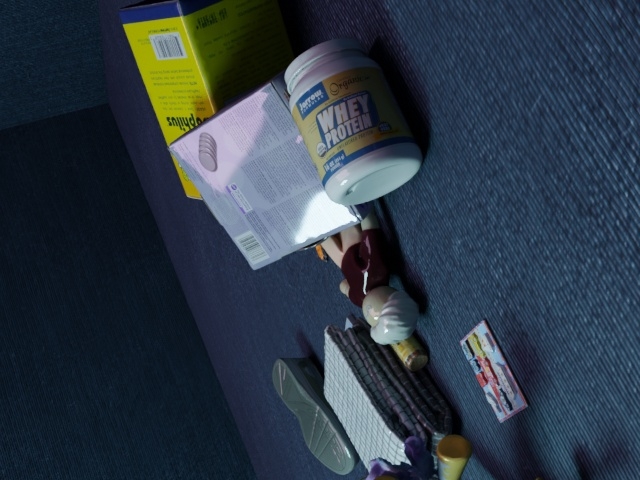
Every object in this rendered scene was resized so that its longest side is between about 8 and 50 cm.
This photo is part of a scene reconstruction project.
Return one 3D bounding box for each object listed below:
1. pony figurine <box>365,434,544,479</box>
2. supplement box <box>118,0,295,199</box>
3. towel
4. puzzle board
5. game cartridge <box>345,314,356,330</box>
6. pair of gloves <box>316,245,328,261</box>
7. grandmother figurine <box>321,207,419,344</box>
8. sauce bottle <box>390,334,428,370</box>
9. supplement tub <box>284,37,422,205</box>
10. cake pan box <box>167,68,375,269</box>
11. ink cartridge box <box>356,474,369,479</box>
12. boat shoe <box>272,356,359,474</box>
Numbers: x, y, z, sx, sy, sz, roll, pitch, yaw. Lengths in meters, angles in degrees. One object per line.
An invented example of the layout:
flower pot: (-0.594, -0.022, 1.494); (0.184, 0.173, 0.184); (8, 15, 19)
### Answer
pony figurine: (0.179, 0.414, 1.145); (0.350, 0.303, 0.364); (6, 136, 28)
supplement box: (-0.167, -0.266, 1.499); (0.195, 0.194, 0.357); (10, 125, 47)
towel: (0.115, 0.290, 1.479); (0.284, 0.121, 0.235); (55, 157, 37)
puzzle board: (0.236, 0.182, 1.185); (0.128, 0.011, 0.096); (65, 161, 19)
game cartridge: (0.071, 0.187, 1.663); (0.083, 0.017, 0.056); (59, 154, 34)
pair of gloves: (0.000, 0.000, 1.698); (0.083, 0.010, 0.074); (108, 140, -60)
grandmother figurine: (0.059, 0.031, 1.418); (0.208, 0.104, 0.342); (87, 159, -51)
sauce bottle: (0.131, 0.161, 1.421); (0.128, 0.042, 0.042); (-128, 27, -46)
supplement tub: (0.042, -0.165, 1.202); (0.144, 0.144, 0.200); (119, 130, -66)
cake pan box: (-0.077, -0.099, 1.354); (0.245, 0.070, 0.267); (-25, 105, 39)
ink cartridge box: (0.112, 0.587, 1.831); (0.127, 0.072, 0.175); (62, 159, 27)
boat shoe: (0.004, 0.385, 1.946); (0.320, 0.103, 0.118); (49, 132, 39)
